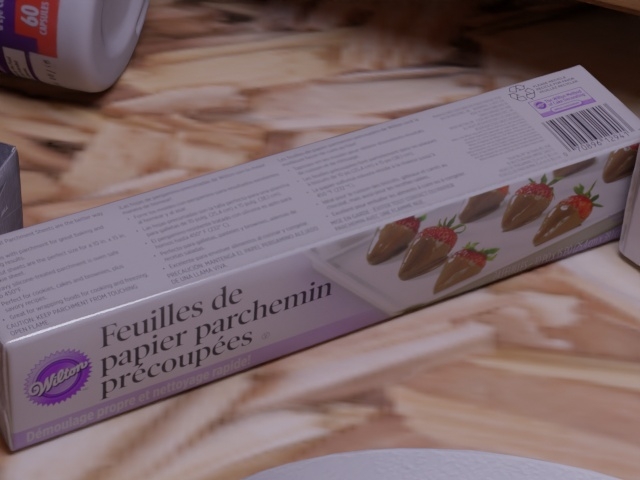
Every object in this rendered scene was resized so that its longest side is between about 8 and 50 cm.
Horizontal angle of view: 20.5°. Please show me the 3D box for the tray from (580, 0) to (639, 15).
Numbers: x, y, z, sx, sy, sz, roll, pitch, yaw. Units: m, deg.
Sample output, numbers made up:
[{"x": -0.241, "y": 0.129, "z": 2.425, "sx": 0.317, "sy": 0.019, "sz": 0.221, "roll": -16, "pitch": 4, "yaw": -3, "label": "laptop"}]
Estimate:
[{"x": 0.047, "y": -0.200, "z": 0.951, "sx": 0.411, "sy": 0.076, "sz": 0.203, "roll": 15, "pitch": 18, "yaw": 11, "label": "tray"}]

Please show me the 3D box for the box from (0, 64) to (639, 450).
[{"x": 0.000, "y": 0.000, "z": 0.780, "sx": 0.324, "sy": 0.063, "sz": 0.067, "roll": -19, "pitch": 46, "yaw": -25, "label": "box"}]

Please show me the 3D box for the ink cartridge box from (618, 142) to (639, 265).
[{"x": 0.261, "y": -0.027, "z": 0.824, "sx": 0.203, "sy": 0.086, "sz": 0.148, "roll": -29, "pitch": 52, "yaw": -32, "label": "ink cartridge box"}]

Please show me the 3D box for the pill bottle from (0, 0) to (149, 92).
[{"x": -0.188, "y": -0.146, "z": 0.886, "sx": 0.193, "sy": 0.108, "sz": 0.108, "roll": 13, "pitch": 42, "yaw": 8, "label": "pill bottle"}]

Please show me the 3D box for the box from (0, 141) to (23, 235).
[{"x": -0.254, "y": 0.025, "z": 0.727, "sx": 0.183, "sy": 0.056, "sz": 0.231, "roll": 16, "pitch": 44, "yaw": 10, "label": "box"}]

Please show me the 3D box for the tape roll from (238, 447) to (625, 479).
[{"x": 0.034, "y": 0.194, "z": 0.434, "sx": 0.246, "sy": 0.246, "sz": 0.169, "roll": 14, "pitch": 43, "yaw": 9, "label": "tape roll"}]
